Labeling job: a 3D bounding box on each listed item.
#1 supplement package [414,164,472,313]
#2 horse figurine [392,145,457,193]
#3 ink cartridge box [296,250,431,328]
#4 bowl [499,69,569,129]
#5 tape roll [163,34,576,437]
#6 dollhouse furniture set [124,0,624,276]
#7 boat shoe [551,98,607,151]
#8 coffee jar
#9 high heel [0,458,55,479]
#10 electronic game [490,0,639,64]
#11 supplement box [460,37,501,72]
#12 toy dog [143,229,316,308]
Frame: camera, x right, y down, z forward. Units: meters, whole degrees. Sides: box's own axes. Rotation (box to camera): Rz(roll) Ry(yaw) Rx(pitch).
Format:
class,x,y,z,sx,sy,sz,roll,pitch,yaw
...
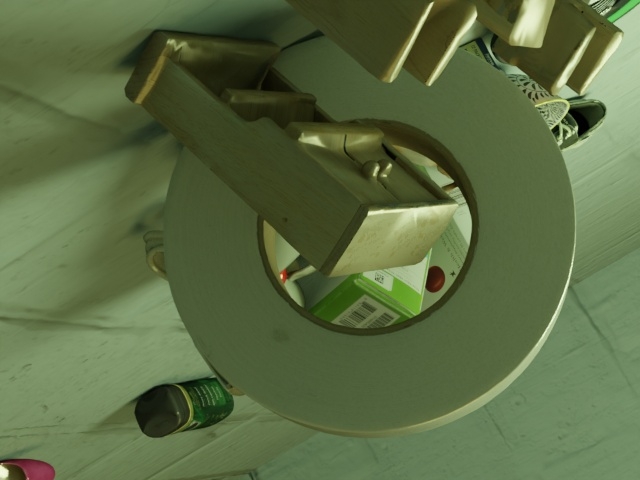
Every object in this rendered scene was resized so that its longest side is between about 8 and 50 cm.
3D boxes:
class,x,y,z,sx,sy,sz,roll,pitch,yaw
supplement package,0.170,-0.027,1.958,0.149,0.194,0.203,-18,163,-31
horse figurine,0.115,-0.099,1.681,0.263,0.066,0.174,17,159,-1
ink cartridge box,0.047,0.023,1.817,0.189,0.097,0.255,-41,-156,42
bowl,0.210,-0.156,1.815,0.170,0.080,0.170,-27,166,-7
tape roll,0.045,-0.006,1.406,0.392,0.392,0.072,-28,166,1
dollhouse furniture set,0.059,-0.206,1.223,0.362,0.256,0.394,-7,134,-57
boat shoe,0.315,-0.153,2.048,0.219,0.078,0.070,-26,169,-44
coffee jar,-0.233,0.285,2.541,0.096,0.079,0.184,-31,167,24
high heel,-0.519,0.384,2.358,0.244,0.082,0.117,-2,163,-34
electronic game,0.291,-0.265,1.648,0.229,0.048,0.229,-27,166,-7
supplement box,0.156,-0.175,1.692,0.083,0.056,0.083,-26,166,-9
toy dog,-0.042,-0.038,1.622,0.161,0.220,0.333,-63,-171,-28
